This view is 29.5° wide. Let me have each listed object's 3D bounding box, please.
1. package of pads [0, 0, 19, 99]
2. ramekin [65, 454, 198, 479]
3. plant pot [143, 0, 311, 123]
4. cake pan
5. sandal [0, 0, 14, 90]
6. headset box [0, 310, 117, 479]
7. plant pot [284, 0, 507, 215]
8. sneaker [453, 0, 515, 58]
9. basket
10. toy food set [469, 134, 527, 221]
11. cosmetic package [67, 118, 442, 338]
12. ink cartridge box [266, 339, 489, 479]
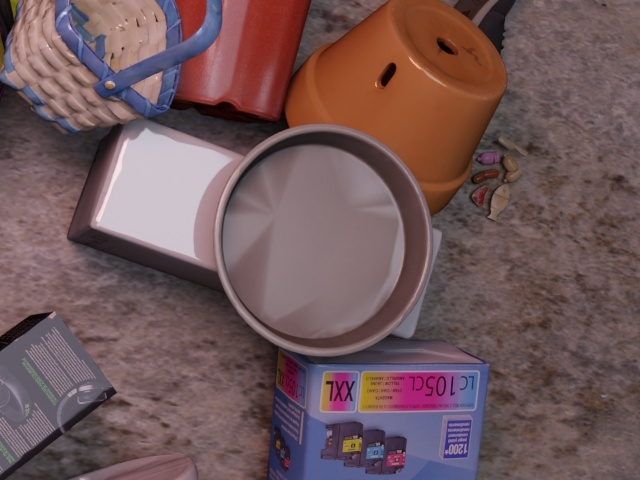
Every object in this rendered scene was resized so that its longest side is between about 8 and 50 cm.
[{"bbox_3d":[-0.551,-0.261,1.581,0.296,0.101,0.229,19,80,-18],"label":"package of pads"},{"bbox_3d":[-0.271,0.378,1.544,0.273,0.273,0.127,-18,95,-20],"label":"ramekin"},{"bbox_3d":[-0.132,-0.306,1.665,0.272,0.272,0.265,9,91,-19],"label":"plant pot"},{"bbox_3d":[0.000,0.000,1.542,0.293,0.054,0.293,1,87,-20],"label":"cake pan"},{"bbox_3d":[-0.440,-0.299,1.493,0.107,0.167,0.446,-9,90,-44],"label":"sandal"},{"bbox_3d":[-0.422,0.223,1.512,0.283,0.246,0.131,-38,98,-19],"label":"headset box"},{"bbox_3d":[0.121,-0.206,1.696,0.291,0.203,0.291,22,41,-21],"label":"plant pot"},{"bbox_3d":[0.257,-0.314,1.900,0.222,0.083,0.118,-52,122,-23],"label":"sneaker"},{"bbox_3d":[-0.228,-0.273,1.449,0.201,0.289,0.255,39,40,-36],"label":"basket"},{"bbox_3d":[0.272,-0.099,1.910,0.078,0.019,0.122,32,84,-15],"label":"toy food set"},{"bbox_3d":[-0.093,-0.007,1.659,0.453,0.230,0.161,20,80,-16],"label":"cosmetic package"},{"bbox_3d":[0.070,0.344,1.706,0.270,0.151,0.395,2,101,-20],"label":"ink cartridge box"}]
